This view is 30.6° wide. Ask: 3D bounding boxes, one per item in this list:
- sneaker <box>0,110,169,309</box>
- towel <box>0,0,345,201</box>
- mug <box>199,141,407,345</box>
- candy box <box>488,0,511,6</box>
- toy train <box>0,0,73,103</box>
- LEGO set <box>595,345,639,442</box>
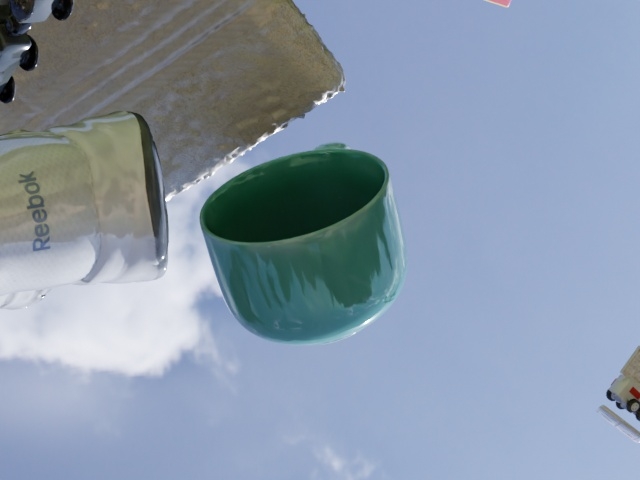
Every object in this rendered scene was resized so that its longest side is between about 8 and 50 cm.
[{"bbox_3d":[-0.198,-0.012,0.646,0.129,0.297,0.111,-9,-93,-34],"label":"sneaker"},{"bbox_3d":[-0.142,-0.109,0.818,0.282,0.187,0.049,-30,-154,20],"label":"towel"},{"bbox_3d":[0.003,0.004,0.791,0.158,0.097,0.129,-33,-148,-31],"label":"mug"},{"bbox_3d":[0.103,-0.401,1.044,0.268,0.122,0.317,20,-107,4],"label":"candy box"},{"bbox_3d":[-0.101,-0.106,0.430,0.027,0.158,0.036,-14,-112,-48],"label":"toy train"},{"bbox_3d":[0.332,0.181,1.026,0.182,0.244,0.060,38,-93,17],"label":"LEGO set"}]
